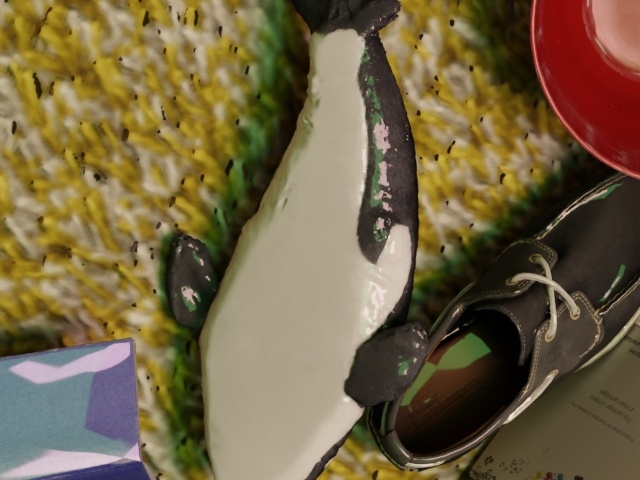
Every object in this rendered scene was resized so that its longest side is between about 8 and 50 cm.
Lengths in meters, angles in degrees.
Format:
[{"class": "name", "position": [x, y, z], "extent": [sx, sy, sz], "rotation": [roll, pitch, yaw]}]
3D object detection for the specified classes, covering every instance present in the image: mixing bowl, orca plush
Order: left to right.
[{"class": "orca plush", "position": [0.000, 0.000, 1.072], "extent": [0.151, 0.102, 0.287], "rotation": [0, 95, 22]}, {"class": "mixing bowl", "position": [0.201, -0.129, 1.084], "extent": [0.181, 0.098, 0.181], "rotation": [0, 104, -2]}]

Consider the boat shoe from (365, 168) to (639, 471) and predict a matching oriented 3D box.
[{"class": "boat shoe", "position": [0.122, 0.044, 1.098], "extent": [0.233, 0.079, 0.084], "rotation": [-43, 83, -2]}]

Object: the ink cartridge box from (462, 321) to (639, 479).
[{"class": "ink cartridge box", "position": [0.186, 0.192, 1.134], "extent": [0.171, 0.168, 0.233], "rotation": [37, 87, -27]}]

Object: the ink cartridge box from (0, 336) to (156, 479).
[{"class": "ink cartridge box", "position": [-0.217, 0.225, 0.974], "extent": [0.303, 0.072, 0.307], "rotation": [-9, 109, -21]}]

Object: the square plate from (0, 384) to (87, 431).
[{"class": "square plate", "position": [-0.337, 0.177, 0.973], "extent": [0.347, 0.049, 0.344], "rotation": [27, 92, -26]}]
